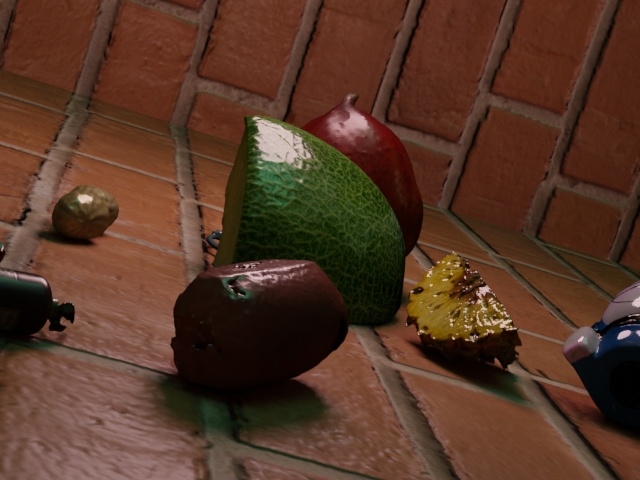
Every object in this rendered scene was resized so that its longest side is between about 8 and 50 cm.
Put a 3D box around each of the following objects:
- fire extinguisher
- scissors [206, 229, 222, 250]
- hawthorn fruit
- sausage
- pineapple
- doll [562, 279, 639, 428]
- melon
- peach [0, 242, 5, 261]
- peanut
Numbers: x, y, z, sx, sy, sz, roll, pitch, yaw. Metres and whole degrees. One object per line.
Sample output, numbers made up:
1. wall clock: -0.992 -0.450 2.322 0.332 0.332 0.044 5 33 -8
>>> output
1. fire extinguisher: -0.369 0.065 1.539 0.231 0.071 0.099 13 -17 -34
2. scissors: -0.129 -0.004 2.440 0.138 0.041 0.289 19 13 -5
3. hawthorn fruit: 0.044 -0.077 2.436 0.295 0.311 0.295 1 38 -1
4. sausage: -0.071 0.099 1.656 0.152 0.152 0.279 24 14 29
5. pineapple: 0.221 0.147 2.157 0.250 0.139 0.164 56 -6 50
6. doll: 0.532 0.174 2.161 0.284 0.240 0.310 -6 13 30
7. melon: 0.000 0.000 2.222 0.343 0.226 0.331 14 50 -21
8. peach: -0.441 0.010 1.734 0.083 0.050 0.077 3 39 -26
9. peanut: -0.359 -0.044 2.129 0.082 0.082 0.187 18 8 -1
